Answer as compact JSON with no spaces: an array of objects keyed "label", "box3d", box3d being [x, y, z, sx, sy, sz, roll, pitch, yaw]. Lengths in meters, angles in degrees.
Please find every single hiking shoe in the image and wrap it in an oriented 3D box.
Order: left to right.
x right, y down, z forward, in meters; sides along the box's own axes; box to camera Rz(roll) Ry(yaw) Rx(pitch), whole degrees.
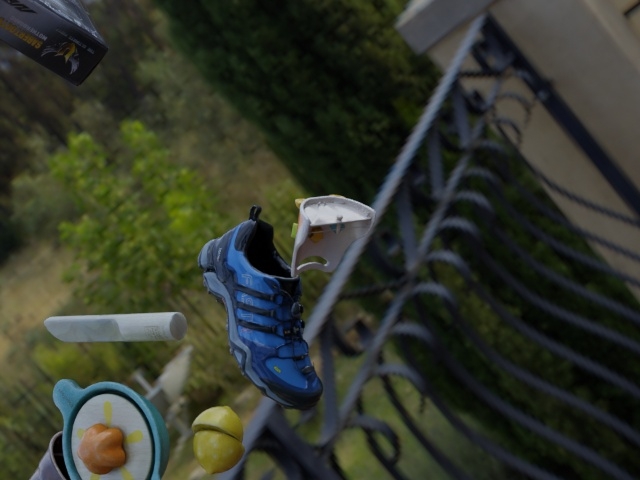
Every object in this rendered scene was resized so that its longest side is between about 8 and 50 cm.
[{"label":"hiking shoe","box3d":[-0.075,0.109,2.009,0.113,0.304,0.132,-16,-18,-50]}]

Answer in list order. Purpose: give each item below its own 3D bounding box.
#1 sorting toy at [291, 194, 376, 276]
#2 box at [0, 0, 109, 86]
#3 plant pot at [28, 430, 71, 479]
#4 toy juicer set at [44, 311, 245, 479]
[{"label":"sorting toy","box3d":[0.000,0.000,1.254,0.083,0.045,0.075,-7,-57,-39]},{"label":"box","box3d":[-0.342,-0.274,1.386,0.056,0.231,0.183,-48,42,13]},{"label":"plant pot","box3d":[-0.374,0.394,1.962,0.165,0.167,0.167,-48,9,14]},{"label":"toy juicer set","box3d":[-0.183,0.195,1.365,0.209,0.329,0.089,-28,-15,31]}]
